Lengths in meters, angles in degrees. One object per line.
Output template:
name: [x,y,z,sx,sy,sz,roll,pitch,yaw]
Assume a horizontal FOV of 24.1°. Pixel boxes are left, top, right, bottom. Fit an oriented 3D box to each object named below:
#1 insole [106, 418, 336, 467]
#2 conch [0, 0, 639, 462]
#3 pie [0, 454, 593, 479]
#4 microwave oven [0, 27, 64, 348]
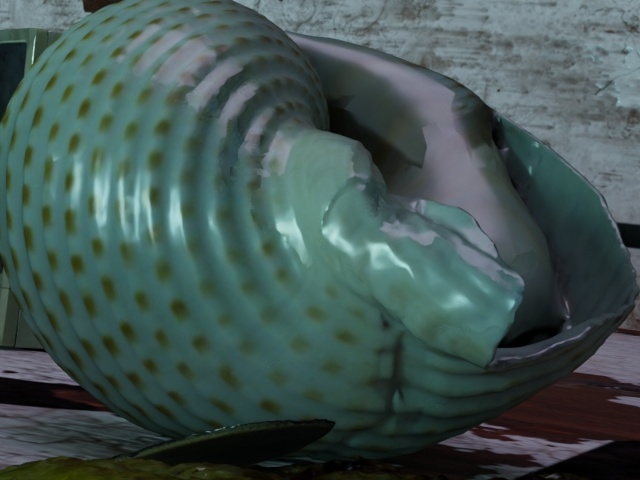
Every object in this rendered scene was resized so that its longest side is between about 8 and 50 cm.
insole: [-0.054,0.078,0.503,0.064,0.004,0.188,2,-17,-29]
conch: [-0.008,0.011,0.779,0.303,0.215,0.319,-2,38,-40]
pie: [0.062,0.094,0.387,0.323,0.071,0.323,6,-1,0]
microwave oven: [-0.196,-0.038,1.210,0.194,0.241,0.145,5,1,-40]
